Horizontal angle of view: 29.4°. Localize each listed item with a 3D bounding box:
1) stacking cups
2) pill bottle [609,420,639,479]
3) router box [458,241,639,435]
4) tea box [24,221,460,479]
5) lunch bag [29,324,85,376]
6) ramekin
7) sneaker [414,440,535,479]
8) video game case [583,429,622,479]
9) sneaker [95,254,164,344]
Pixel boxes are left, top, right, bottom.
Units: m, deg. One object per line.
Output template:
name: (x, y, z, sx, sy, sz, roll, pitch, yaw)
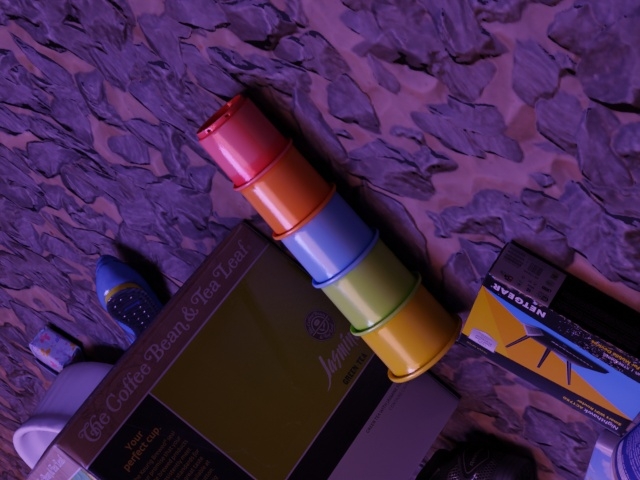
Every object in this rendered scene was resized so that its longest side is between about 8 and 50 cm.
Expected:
stacking cups: (0.000, 0.000, 1.184, 0.316, 0.096, 0.096, 46, 149, -13)
pill bottle: (0.330, 0.182, 1.084, 0.094, 0.094, 0.169, 33, 150, 9)
router box: (0.225, 0.093, 1.122, 0.178, 0.046, 0.133, 30, 149, 12)
tea box: (-0.088, 0.222, 1.347, 0.323, 0.329, 0.220, 41, 150, -3)
lunch bag: (-0.408, 0.181, 1.902, 0.071, 0.053, 0.083, 31, 158, 14)
ramekin: (-0.307, 0.302, 1.835, 0.277, 0.135, 0.277, 17, 146, 12)
sneaker: (0.186, 0.317, 1.432, 0.130, 0.087, 0.228, 19, 142, 32)
video game case: (0.372, 0.297, 1.266, 0.212, 0.023, 0.193, 26, 147, 20)
sneaker: (-0.238, 0.091, 1.604, 0.082, 0.069, 0.209, 58, 174, 37)
